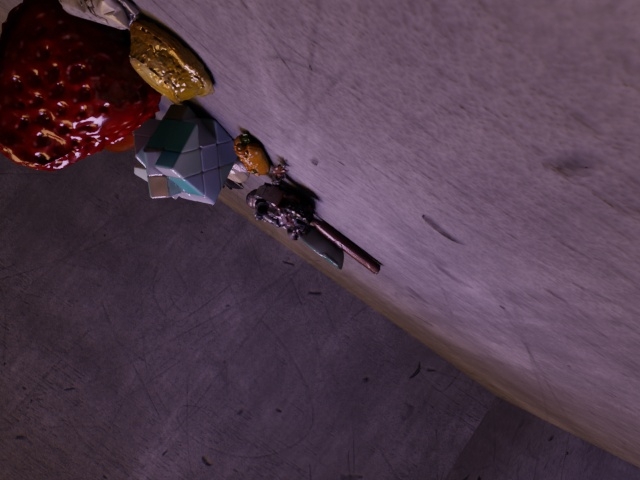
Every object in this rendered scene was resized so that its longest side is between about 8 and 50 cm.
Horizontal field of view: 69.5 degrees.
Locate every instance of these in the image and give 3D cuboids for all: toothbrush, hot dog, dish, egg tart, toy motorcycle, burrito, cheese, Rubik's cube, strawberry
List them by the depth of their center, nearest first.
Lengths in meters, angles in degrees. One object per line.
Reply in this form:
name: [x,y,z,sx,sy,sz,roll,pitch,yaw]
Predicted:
burrito: [-0.392,-0.409,0.793,0.203,0.064,0.064,29,170,31]
egg tart: [-0.283,-0.316,0.843,0.191,0.074,0.191,35,170,7]
strawberry: [-0.534,-0.306,0.971,0.295,0.345,0.317,26,169,45]
hot dog: [-0.165,-0.199,1.113,0.072,0.055,0.188,36,174,12]
Rubik's cube: [-0.361,-0.209,1.188,0.213,0.265,0.224,13,160,27]
toy motorcycle: [-0.110,-0.099,1.228,0.207,0.134,0.401,29,174,0]
cheese: [-0.261,-0.223,1.371,0.137,0.064,0.227,35,175,-27]
toothbrush: [0.043,-0.013,1.431,0.364,0.040,0.041,38,173,-10]
dish: [0.000,0.000,1.505,0.246,0.078,0.224,37,-179,-29]

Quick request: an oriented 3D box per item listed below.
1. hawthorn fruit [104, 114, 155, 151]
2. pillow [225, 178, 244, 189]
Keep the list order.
hawthorn fruit: [-0.612,-0.380,1.425,0.224,0.224,0.261,35,-174,7]
pillow: [-0.344,-0.235,1.725,0.091,0.055,0.135,54,178,24]
